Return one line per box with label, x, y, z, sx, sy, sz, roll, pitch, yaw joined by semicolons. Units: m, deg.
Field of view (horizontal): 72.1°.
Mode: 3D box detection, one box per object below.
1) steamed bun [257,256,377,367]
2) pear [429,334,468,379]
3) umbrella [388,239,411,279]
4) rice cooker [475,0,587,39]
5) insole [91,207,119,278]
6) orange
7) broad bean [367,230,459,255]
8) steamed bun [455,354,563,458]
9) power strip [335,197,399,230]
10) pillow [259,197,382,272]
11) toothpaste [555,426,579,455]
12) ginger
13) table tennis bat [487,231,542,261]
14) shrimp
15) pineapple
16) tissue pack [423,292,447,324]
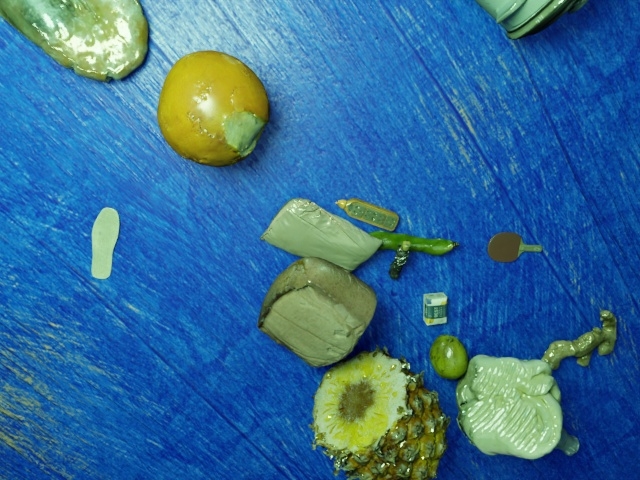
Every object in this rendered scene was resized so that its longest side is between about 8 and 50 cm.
steamed bun;-0.005;0.157;1.104;0.251;0.199;0.301;36;134;-6
pear;0.366;0.333;1.254;0.107;0.107;0.131;-10;113;-3
umbrella;0.206;0.052;1.146;0.037;0.040;0.144;30;144;16
rice cooker;0.421;-0.570;0.882;0.316;0.264;0.317;3;82;-19
insole;-0.542;0.008;1.101;0.063;0.010;0.192;12;106;-10
orange;-0.222;-0.271;0.924;0.239;0.240;0.240;-2;108;-6
broad bean;0.236;0.008;1.162;0.256;0.053;0.052;5;76;-3
steamed bun;0.534;0.468;1.262;0.280;0.207;0.268;-2;76;18
power strip;0.122;-0.071;1.137;0.178;0.028;0.049;19;106;-11
pillow;0.000;0.000;1.119;0.270;0.067;0.173;29;121;-15
toothpaste;0.684;0.581;1.397;0.299;0.073;0.114;34;102;-8
ginger;0.789;0.326;1.323;0.258;0.065;0.149;-39;110;5
table tennis bat;0.538;0.019;1.221;0.156;0.013;0.087;1;106;-5
shrimp;-0.558;-0.511;0.885;0.445;0.110;0.221;34;96;-19
pineapple;0.163;0.490;1.171;0.352;0.352;0.300;-32;116;5
tissue pack;0.323;0.192;1.237;0.062;0.042;0.083;-5;109;-7
